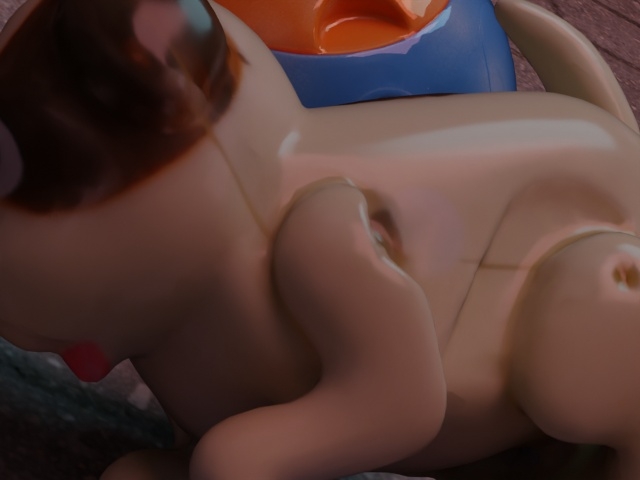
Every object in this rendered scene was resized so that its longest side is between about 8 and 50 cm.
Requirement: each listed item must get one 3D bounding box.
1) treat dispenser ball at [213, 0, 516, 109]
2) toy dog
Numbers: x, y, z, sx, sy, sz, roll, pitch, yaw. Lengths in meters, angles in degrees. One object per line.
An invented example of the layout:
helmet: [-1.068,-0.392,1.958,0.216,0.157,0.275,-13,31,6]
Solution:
treat dispenser ball: [-0.007,-0.097,1.193,0.288,0.288,0.288,28,26,-15]
toy dog: [0.000,0.000,0.922,0.408,0.395,0.284,21,-11,-20]
